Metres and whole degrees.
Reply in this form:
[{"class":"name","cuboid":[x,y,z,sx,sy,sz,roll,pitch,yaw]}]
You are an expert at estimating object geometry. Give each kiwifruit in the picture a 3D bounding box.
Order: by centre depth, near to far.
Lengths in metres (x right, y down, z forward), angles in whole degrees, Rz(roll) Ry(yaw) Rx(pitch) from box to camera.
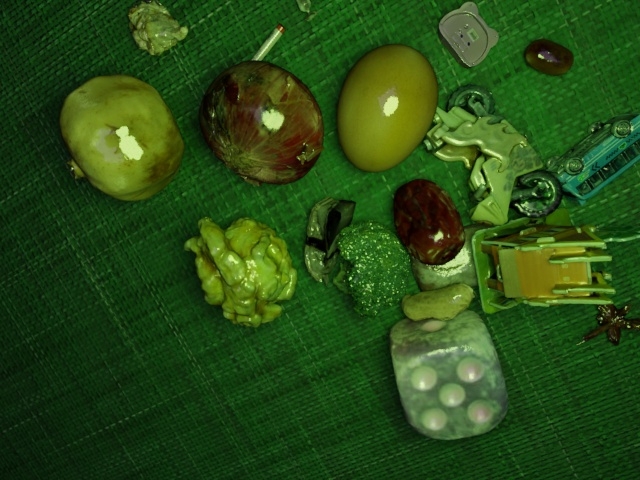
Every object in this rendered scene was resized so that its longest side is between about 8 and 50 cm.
[{"class":"kiwifruit","cuboid":[0.597,-0.478,1.055,0.124,0.075,0.075,23,102,6]}]

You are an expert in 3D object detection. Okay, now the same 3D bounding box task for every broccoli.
[{"class":"broccoli","cuboid":[0.139,0.077,1.153,0.269,0.261,0.241,43,142,-6]}]

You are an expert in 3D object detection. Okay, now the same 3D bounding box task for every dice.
[{"class":"dice","cuboid":[0.350,0.363,1.139,0.269,0.270,0.272,-14,99,10]}]

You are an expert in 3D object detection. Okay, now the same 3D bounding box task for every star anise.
[{"class":"star anise","cuboid":[0.814,0.244,1.135,0.158,0.144,0.141,45,139,27]}]

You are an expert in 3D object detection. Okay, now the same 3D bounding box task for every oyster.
[{"class":"oyster","cuboid":[-0.477,-0.620,1.166,0.190,0.081,0.164,-3,96,4]}]

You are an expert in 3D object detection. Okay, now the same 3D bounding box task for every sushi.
[{"class":"sushi","cuboid":[0.008,0.003,1.210,0.109,0.134,0.273,26,124,23]}]

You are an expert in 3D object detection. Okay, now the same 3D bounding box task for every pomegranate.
[{"class":"pomegranate","cuboid":[-0.538,-0.272,1.105,0.332,0.332,0.333,1,101,7]}]

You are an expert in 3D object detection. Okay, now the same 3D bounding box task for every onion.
[{"class":"onion","cuboid":[-0.143,-0.293,1.051,0.353,0.353,0.354,1,101,7]}]

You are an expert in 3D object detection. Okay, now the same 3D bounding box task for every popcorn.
[{"class":"popcorn","cuboid":[-0.212,0.076,1.157,0.274,0.278,0.336,3,106,48]}]

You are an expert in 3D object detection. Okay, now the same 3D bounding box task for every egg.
[{"class":"egg","cuboid":[0.166,-0.335,1.047,0.249,0.250,0.323,21,112,3]}]

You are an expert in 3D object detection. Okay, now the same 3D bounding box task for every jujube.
[{"class":"jujube","cuboid":[0.292,-0.056,1.097,0.183,0.183,0.243,-34,55,12]}]

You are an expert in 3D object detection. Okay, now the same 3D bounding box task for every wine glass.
[{"class":"wine glass","cuboid":[-0.043,-0.661,1.123,0.042,0.039,0.083,-29,91,14]}]

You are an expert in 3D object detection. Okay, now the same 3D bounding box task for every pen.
[{"class":"pen","cuboid":[-0.186,-0.523,1.170,0.028,0.028,0.239,42,102,-2]}]

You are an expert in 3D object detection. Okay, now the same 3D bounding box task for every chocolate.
[{"class":"chocolate","cuboid":[0.421,0.056,1.168,0.302,0.100,0.185,-15,95,7]}]

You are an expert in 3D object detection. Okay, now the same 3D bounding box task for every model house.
[{"class":"model house","cuboid":[0.621,0.065,0.994,0.357,0.312,0.243,-14,101,-15]}]

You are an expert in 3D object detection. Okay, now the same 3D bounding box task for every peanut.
[{"class":"peanut","cuboid":[0.324,0.175,1.132,0.213,0.099,0.100,-13,99,33]}]

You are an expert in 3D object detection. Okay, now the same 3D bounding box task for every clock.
[{"class":"clock","cuboid":[0.392,-0.546,1.079,0.110,0.050,0.153,-39,94,12]}]

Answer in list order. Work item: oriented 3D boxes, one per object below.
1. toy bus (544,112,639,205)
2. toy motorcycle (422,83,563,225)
[{"class":"toy bus","cuboid":[0.730,-0.215,1.066,0.246,0.113,0.134,-41,99,11]},{"class":"toy motorcycle","cuboid":[0.438,-0.211,1.072,0.236,0.169,0.410,-32,80,2]}]
